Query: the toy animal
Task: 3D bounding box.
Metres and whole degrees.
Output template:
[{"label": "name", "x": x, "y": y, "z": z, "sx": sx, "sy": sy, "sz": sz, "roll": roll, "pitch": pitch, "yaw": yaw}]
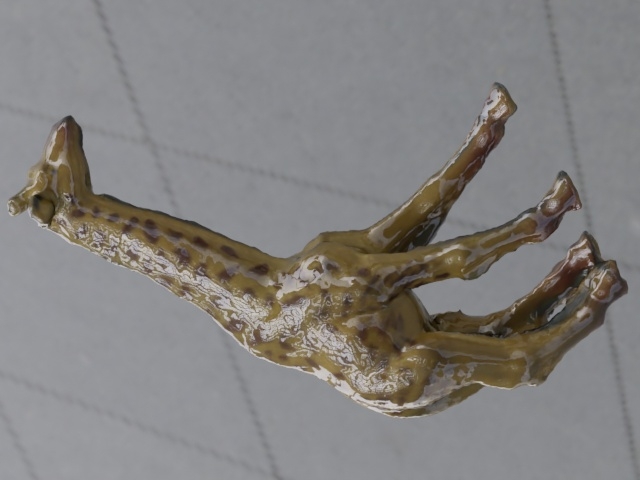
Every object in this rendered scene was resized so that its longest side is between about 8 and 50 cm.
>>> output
[{"label": "toy animal", "x": 0.000, "y": 0.010, "z": 0.815, "sx": 0.054, "sy": 0.276, "sz": 0.149, "roll": -99, "pitch": 4, "yaw": -81}]
